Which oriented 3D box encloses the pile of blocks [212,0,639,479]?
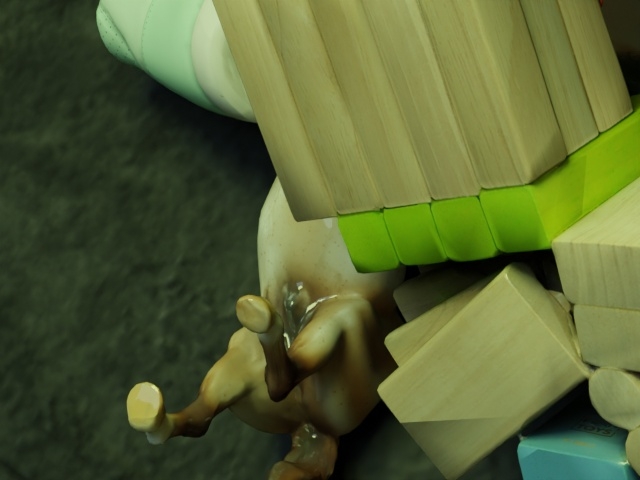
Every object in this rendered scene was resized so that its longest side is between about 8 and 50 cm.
[{"bbox_3d":[0.118,0.033,0.572,0.362,0.112,0.149,53,139,6],"label":"pile of blocks"}]

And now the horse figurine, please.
[{"bbox_3d":[0.000,0.000,0.678,0.066,0.174,0.263,6,82,22],"label":"horse figurine"}]

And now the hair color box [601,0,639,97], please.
[{"bbox_3d":[0.100,-0.166,0.550,0.185,0.374,0.113,17,75,36],"label":"hair color box"}]

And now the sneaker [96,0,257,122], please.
[{"bbox_3d":[0.001,-0.167,0.795,0.256,0.094,0.151,-49,34,-14],"label":"sneaker"}]
